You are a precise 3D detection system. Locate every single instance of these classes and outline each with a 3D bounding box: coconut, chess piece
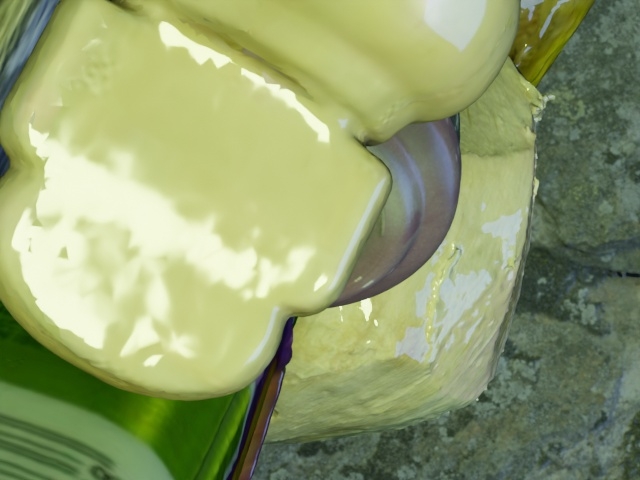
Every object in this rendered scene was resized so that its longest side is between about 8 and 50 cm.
[{"bbox_3d":[-0.003,-0.001,0.769,0.194,0.194,0.194,-63,-179,3],"label":"coconut"},{"bbox_3d":[0.046,-0.148,0.402,0.397,0.117,0.117,-62,-179,-7],"label":"chess piece"}]

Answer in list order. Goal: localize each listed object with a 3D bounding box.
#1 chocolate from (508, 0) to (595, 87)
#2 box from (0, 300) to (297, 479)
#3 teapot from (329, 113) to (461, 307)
[{"bbox_3d":[-0.010,-0.013,0.993,0.445,0.162,0.162,-61,-178,34],"label":"chocolate"},{"bbox_3d":[-0.082,0.089,0.417,0.345,0.097,0.134,-66,175,-68],"label":"box"},{"bbox_3d":[-0.016,-0.068,0.626,0.116,0.148,0.146,-22,-143,27],"label":"teapot"}]
